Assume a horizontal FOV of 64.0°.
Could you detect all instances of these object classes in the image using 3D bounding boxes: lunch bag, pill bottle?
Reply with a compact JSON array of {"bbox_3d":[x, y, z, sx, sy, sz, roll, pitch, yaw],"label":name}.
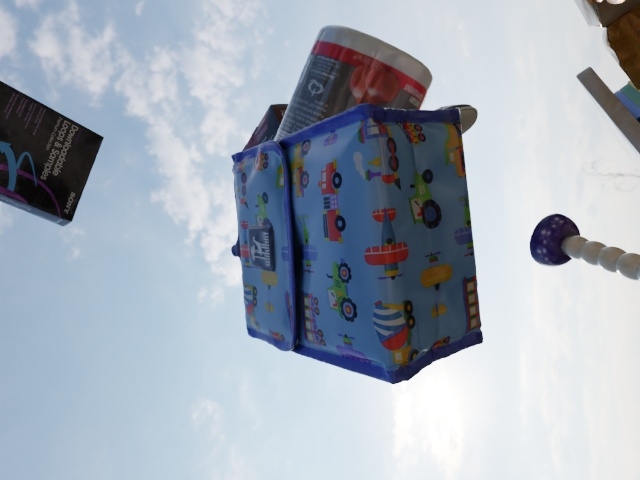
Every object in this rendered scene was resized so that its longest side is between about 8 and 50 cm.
[{"bbox_3d":[0.000,0.000,0.540,0.138,0.293,0.221,-10,-85,-41],"label":"lunch bag"},{"bbox_3d":[0.018,-0.121,0.740,0.176,0.176,0.319,10,-73,-52],"label":"pill bottle"}]

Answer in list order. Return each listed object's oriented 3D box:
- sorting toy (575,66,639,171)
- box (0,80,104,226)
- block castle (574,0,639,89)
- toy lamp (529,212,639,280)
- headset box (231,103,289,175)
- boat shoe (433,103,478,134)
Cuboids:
[{"bbox_3d":[0.529,-0.137,0.774,0.257,0.089,0.256,23,-140,-44],"label":"sorting toy"},{"bbox_3d":[-0.325,-0.100,0.541,0.162,0.029,0.116,30,-120,-40],"label":"box"},{"bbox_3d":[0.299,-0.077,0.184,0.303,0.212,0.453,52,-159,-10],"label":"block castle"},{"bbox_3d":[0.339,0.031,0.529,0.080,0.274,0.080,-6,-74,-21],"label":"toy lamp"},{"bbox_3d":[-0.057,-0.106,1.001,0.110,0.218,0.293,-10,-112,-36],"label":"headset box"},{"bbox_3d":[0.263,-0.295,1.402,0.095,0.335,0.112,60,177,40],"label":"boat shoe"}]
